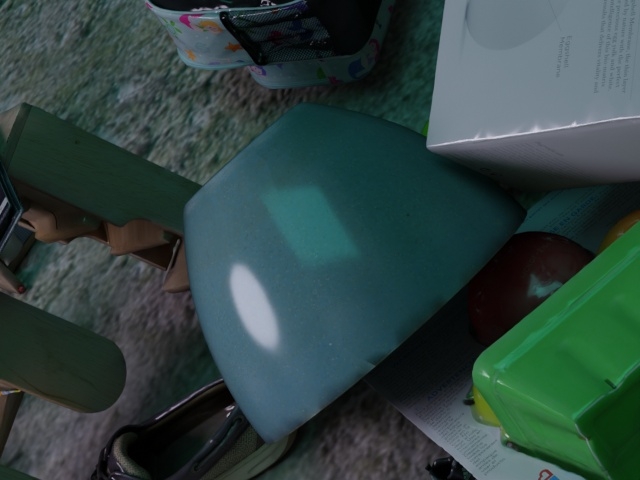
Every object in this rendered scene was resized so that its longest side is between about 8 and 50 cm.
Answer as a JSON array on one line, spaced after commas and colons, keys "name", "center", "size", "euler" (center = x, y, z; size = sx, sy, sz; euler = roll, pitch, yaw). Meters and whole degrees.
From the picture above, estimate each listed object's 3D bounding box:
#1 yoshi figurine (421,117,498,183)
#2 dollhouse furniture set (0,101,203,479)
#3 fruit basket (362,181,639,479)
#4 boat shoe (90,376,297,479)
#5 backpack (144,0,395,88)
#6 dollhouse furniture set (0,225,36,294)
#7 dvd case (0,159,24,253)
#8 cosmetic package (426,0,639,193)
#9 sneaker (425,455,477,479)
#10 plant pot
[{"name": "yoshi figurine", "center": [0.233, -0.193, 1.689], "size": [0.362, 0.203, 0.203], "euler": [-49, 49, -5]}, {"name": "dollhouse furniture set", "center": [-0.251, 0.115, 1.732], "size": [0.362, 0.256, 0.394], "euler": [-14, 55, 62]}, {"name": "fruit basket", "center": [0.218, 0.067, 1.534], "size": [0.327, 0.165, 0.353], "euler": [-40, 22, -8]}, {"name": "boat shoe", "center": [-0.156, 0.208, 1.697], "size": [0.285, 0.092, 0.103], "euler": [-32, 42, 8]}, {"name": "backpack", "center": [-0.046, -0.271, 1.949], "size": [0.253, 0.191, 0.225], "euler": [-2, 52, 26]}, {"name": "dollhouse furniture set", "center": [-0.369, -0.055, 2.003], "size": [0.129, 0.184, 0.129], "euler": [15, 65, 42]}, {"name": "dvd case", "center": [-0.309, 0.009, 1.609], "size": [0.164, 0.018, 0.221], "euler": [-60, 23, 9]}, {"name": "cosmetic package", "center": [0.221, -0.168, 1.483], "size": [0.224, 0.138, 0.224], "euler": [-6, 71, 47]}, {"name": "sneaker", "center": [0.128, 0.193, 1.523], "size": [0.098, 0.069, 0.038], "euler": [-2, 55, 35]}, {"name": "plant pot", "center": [0.000, 0.000, 1.580], "size": [0.290, 0.195, 0.290], "euler": [-41, 1, 1]}]
